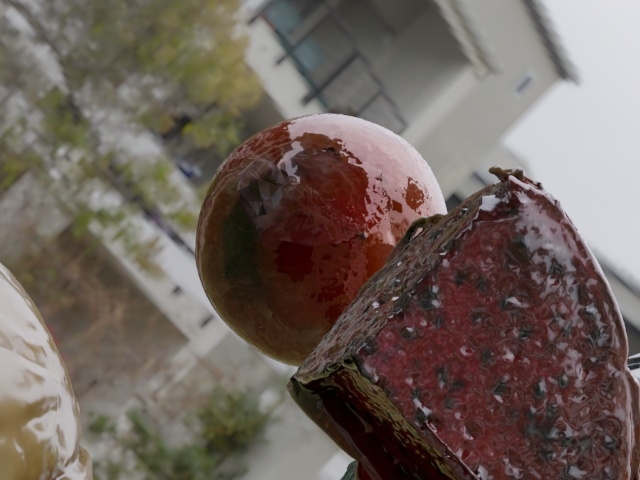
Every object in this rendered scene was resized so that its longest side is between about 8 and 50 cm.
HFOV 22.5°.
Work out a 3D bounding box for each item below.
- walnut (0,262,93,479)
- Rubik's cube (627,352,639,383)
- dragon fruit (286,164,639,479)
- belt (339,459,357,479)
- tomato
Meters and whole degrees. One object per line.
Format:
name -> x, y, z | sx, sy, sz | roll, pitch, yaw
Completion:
walnut -> -0.258, 0.109, 0.710 | 0.277, 0.313, 0.252 | -116, -154, -50
Rubik's cube -> 0.349, 0.167, 0.990 | 0.255, 0.260, 0.259 | -125, -167, -87
dragon fruit -> 0.076, 0.068, 0.687 | 0.161, 0.127, 0.120 | 50, -12, -1
belt -> 0.059, 0.241, 1.189 | 0.087, 0.072, 0.302 | 36, 17, -13
tomato -> 0.000, 0.000, 1.289 | 0.208, 0.208, 0.184 | 42, 3, 19
